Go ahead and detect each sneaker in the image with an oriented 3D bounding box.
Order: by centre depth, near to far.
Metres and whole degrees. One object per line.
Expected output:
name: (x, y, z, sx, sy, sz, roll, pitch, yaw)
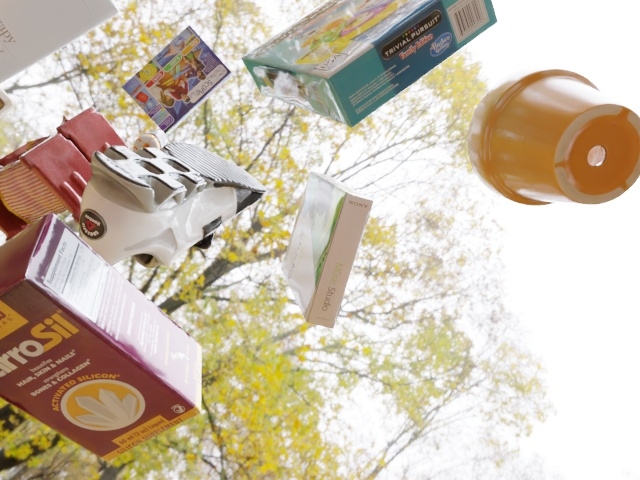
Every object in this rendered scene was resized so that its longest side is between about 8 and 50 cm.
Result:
sneaker: (-0.191, -0.042, 0.720, 0.122, 0.330, 0.146, 34, -71, 15)
sneaker: (-0.441, -0.190, 1.383, 0.084, 0.083, 0.215, 33, -54, -10)

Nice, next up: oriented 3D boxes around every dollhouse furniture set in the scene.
dollhouse furniture set: (-0.473, -0.187, 0.776, 0.201, 0.152, 0.374, -15, -58, 35)

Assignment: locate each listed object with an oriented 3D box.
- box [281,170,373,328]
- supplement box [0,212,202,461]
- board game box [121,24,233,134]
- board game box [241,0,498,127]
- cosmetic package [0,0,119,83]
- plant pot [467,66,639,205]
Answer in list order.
box: (0.000, 0.000, 1.047, 0.058, 0.322, 0.232, 14, -80, -16)
supplement box: (-0.193, 0.085, 0.443, 0.104, 0.081, 0.188, -30, -54, 10)
board game box: (-0.312, -0.350, 1.206, 0.201, 0.035, 0.136, -42, -82, 1)
board game box: (0.050, -0.300, 0.830, 0.079, 0.254, 0.336, 59, -11, -32)
cosmetic package: (-0.709, -0.522, 1.100, 0.327, 0.394, 0.329, 26, -30, 44)
plant pot: (0.337, -0.135, 0.766, 0.205, 0.188, 0.205, -2, -72, -7)
